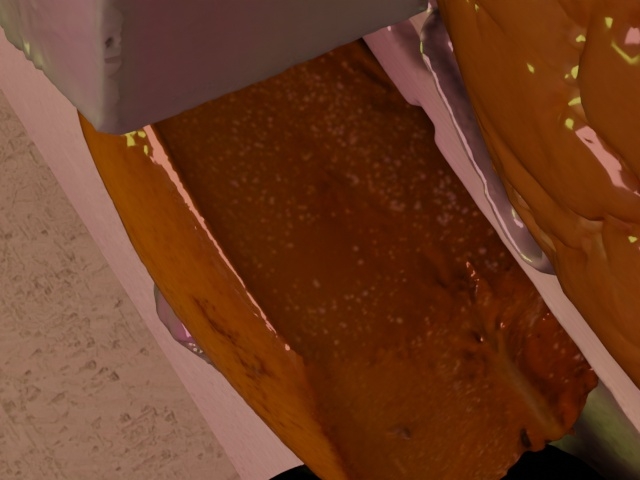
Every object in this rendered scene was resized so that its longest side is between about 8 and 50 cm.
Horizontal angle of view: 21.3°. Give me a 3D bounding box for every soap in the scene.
[{"bbox_3d":[-0.069,-0.258,0.536,0.261,0.156,0.446,45,153,44],"label":"soap"}]

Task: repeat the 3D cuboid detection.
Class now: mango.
[{"bbox_3d":[0.000,0.000,0.843,0.199,0.201,0.350,-24,120,40],"label":"mango"}]

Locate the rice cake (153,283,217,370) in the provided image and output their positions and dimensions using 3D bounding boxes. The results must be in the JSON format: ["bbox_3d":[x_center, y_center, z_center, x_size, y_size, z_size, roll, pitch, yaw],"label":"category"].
[{"bbox_3d":[0.035,0.148,1.183,0.399,0.064,0.070,43,172,-16],"label":"rice cake"}]

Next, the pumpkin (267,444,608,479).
[{"bbox_3d":[0.062,0.197,1.021,0.296,0.296,0.296,53,166,19],"label":"pumpkin"}]

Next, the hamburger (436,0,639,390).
[{"bbox_3d":[0.142,-0.042,0.395,0.318,0.158,0.318,52,164,22],"label":"hamburger"}]

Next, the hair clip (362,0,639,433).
[{"bbox_3d":[0.099,-0.042,0.700,0.331,0.085,0.101,53,165,25],"label":"hair clip"}]
